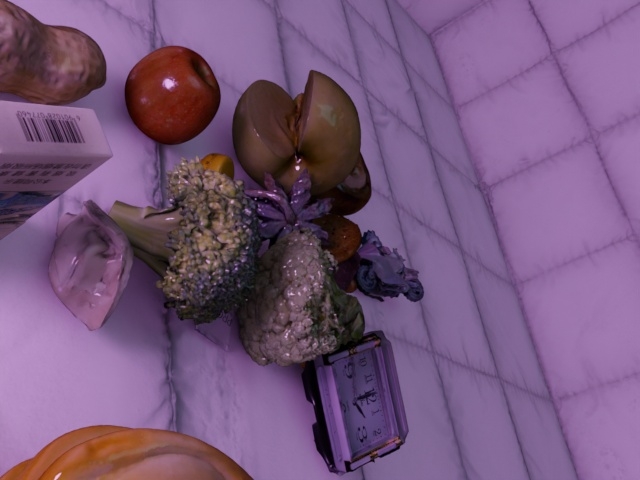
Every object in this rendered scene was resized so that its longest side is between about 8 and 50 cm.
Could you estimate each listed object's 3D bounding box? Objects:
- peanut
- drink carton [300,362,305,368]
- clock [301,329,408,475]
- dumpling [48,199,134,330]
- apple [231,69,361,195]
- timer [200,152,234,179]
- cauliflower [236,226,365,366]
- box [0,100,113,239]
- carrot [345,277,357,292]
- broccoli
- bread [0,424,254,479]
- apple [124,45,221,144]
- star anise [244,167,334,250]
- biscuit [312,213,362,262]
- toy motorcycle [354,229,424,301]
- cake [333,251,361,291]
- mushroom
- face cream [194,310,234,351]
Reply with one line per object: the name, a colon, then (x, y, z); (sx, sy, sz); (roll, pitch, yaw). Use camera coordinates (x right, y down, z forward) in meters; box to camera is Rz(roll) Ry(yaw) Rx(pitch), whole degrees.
peanut: (-0.453, -0.288, 1.090); (0.313, 0.149, 0.149); (1, 64, -60)
drink carton: (0.004, 0.247, 1.459); (0.165, 0.071, 0.056); (52, 31, -22)
clock: (0.069, 0.312, 1.394); (0.186, 0.083, 0.253); (-11, 91, -40)
dumpling: (-0.329, 0.026, 1.020); (0.118, 0.136, 0.199); (0, 55, -51)
apple: (-0.053, -0.242, 1.575); (0.292, 0.292, 0.254); (44, 29, -32)
timer: (-0.199, -0.116, 1.396); (0.107, 0.109, 0.107); (15, 90, -78)
cauliflower: (-0.020, 0.115, 1.303); (0.250, 0.272, 0.275); (21, 58, -19)
box: (-0.398, -0.070, 0.845); (0.164, 0.256, 0.069); (-11, 74, -62)
carrot: (0.045, 0.043, 1.755); (0.037, 0.037, 0.190); (7, 58, -58)
broccoli: (-0.203, -0.007, 1.154); (0.260, 0.288, 0.235); (46, 73, -6)
bread: (-0.217, 0.329, 0.810); (0.316, 0.270, 0.211); (37, 21, -30)
apple: (-0.280, -0.278, 1.345); (0.181, 0.168, 0.181); (44, 26, -29)
star anise: (-0.081, -0.050, 1.467); (0.262, 0.230, 0.081); (23, 0, -15)
biscuit: (0.000, 0.001, 1.576); (0.188, 0.188, 0.027); (-76, 164, -52)
toy motorcycle: (0.172, 0.059, 1.878); (0.239, 0.108, 0.204); (27, 43, -49)
cake: (0.004, 0.085, 1.563); (0.113, 0.116, 0.295); (52, 25, -14)
mushroom: (0.032, -0.186, 1.811); (0.253, 0.153, 0.253); (37, 44, -47)
face cream: (-0.183, 0.080, 1.310); (0.092, 0.058, 0.243); (45, 38, -40)
